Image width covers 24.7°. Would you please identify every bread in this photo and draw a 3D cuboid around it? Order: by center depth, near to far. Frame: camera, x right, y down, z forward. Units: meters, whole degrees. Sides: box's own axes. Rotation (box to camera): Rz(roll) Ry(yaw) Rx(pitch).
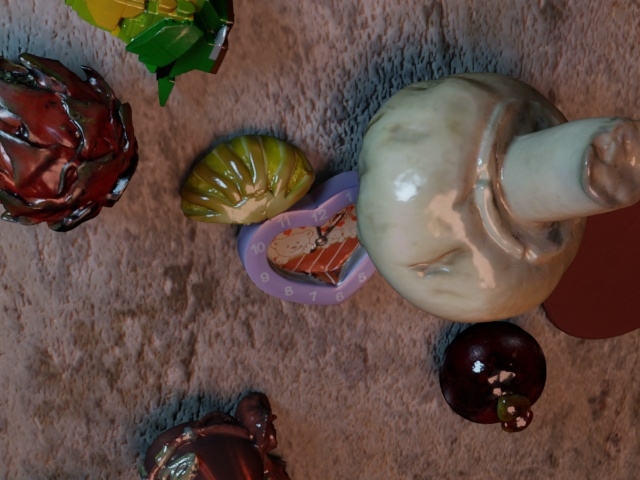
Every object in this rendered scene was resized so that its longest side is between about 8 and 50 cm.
[{"bbox_3d":[-0.079,-0.075,1.672,0.157,0.083,0.094,-4,114,-19],"label":"bread"}]

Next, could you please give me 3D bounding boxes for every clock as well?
[{"bbox_3d":[0.000,0.000,1.762,0.198,0.064,0.172,-21,132,-6],"label":"clock"}]

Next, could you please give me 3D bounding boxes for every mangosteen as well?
[{"bbox_3d":[0.234,0.184,1.944,0.152,0.152,0.152,-11,128,-15],"label":"mangosteen"}]

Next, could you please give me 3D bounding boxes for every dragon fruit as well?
[{"bbox_3d":[-0.281,-0.100,1.504,0.189,0.182,0.182,11,121,-12],"label":"dragon fruit"}]

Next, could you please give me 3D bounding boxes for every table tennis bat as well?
[{"bbox_3d":[0.435,-0.032,1.934,0.268,0.051,0.414,5,124,-27],"label":"table tennis bat"}]

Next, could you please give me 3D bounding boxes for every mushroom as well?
[{"bbox_3d":[0.216,-0.054,1.619,0.314,0.336,0.314,3,85,-38],"label":"mushroom"}]

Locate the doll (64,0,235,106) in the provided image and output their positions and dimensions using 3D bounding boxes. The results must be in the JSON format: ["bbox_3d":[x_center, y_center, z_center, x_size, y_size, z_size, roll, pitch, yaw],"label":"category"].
[{"bbox_3d":[-0.175,-0.232,1.492,0.134,0.106,0.186,-29,134,26],"label":"doll"}]

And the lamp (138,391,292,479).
[{"bbox_3d":[-0.132,0.311,1.883,0.223,0.151,0.215,-14,133,-15],"label":"lamp"}]
